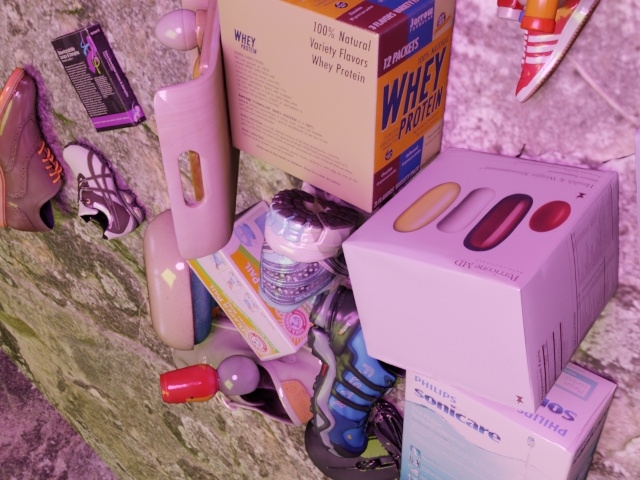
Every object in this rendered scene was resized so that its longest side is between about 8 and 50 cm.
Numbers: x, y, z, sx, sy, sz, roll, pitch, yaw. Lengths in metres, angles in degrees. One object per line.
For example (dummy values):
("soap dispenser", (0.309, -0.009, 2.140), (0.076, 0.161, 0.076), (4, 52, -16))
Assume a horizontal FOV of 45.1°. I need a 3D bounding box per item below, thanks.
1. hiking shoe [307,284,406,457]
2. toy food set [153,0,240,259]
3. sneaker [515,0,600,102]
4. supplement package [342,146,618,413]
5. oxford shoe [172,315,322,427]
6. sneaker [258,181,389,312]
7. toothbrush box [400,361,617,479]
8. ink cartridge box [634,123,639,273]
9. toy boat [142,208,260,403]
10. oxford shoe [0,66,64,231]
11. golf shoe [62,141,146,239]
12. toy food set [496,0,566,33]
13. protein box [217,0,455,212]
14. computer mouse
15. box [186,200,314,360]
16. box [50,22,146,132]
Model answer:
("hiking shoe", (0.059, 0.205, 1.104), (0.132, 0.113, 0.304), (7, 124, 20))
("toy food set", (-0.150, -0.156, 0.901), (0.092, 0.306, 0.220), (-1, 131, -1))
("sneaker", (0.191, -0.184, 0.693), (0.067, 0.042, 0.118), (37, 135, 10))
("supplement package", (0.166, 0.026, 0.774), (0.194, 0.203, 0.149), (14, 132, 38))
("oxford shoe", (-0.145, 0.233, 1.352), (0.449, 0.130, 0.169), (-1, 123, 48))
("sneaker", (0.000, 0.000, 0.864), (0.110, 0.283, 0.122), (26, 108, 16))
("toothbrush box", (0.226, 0.265, 0.992), (0.216, 0.126, 0.296), (25, 138, 30))
("ink cartridge box", (0.404, -0.003, 0.585), (0.311, 0.065, 0.186), (16, 149, 34))
("toy boat", (-0.197, 0.120, 1.240), (0.268, 0.148, 0.318), (99, 159, -48))
("oxford shoe", (-0.544, -0.161, 1.450), (0.132, 0.130, 0.364), (15, 135, -9))
("golf shoe", (-0.401, -0.088, 1.357), (0.198, 0.094, 0.077), (47, 145, 6))
("toy food set", (0.126, -0.230, 0.623), (0.232, 0.111, 0.105), (27, 113, 46))
("protein box", (0.016, -0.176, 0.804), (0.199, 0.136, 0.201), (27, 139, 28))
("computer mouse", (0.055, 0.357, 1.299), (0.272, 0.072, 0.189), (-13, 113, 51))
("box", (-0.086, 0.063, 1.146), (0.203, 0.114, 0.103), (54, 144, -9))
("box", (-0.348, -0.251, 1.208), (0.116, 0.029, 0.162), (2, 125, 44))
